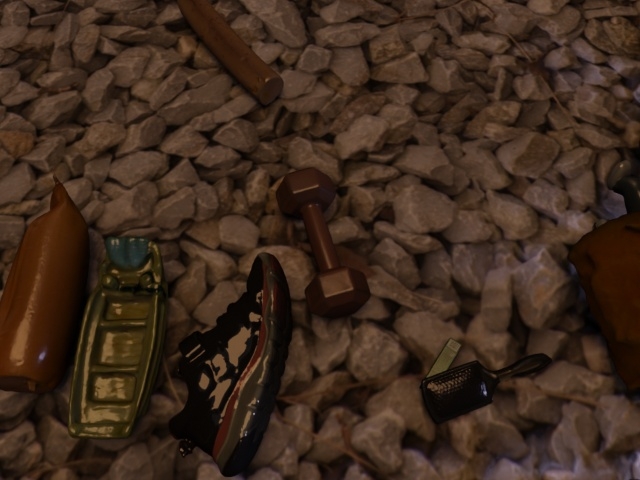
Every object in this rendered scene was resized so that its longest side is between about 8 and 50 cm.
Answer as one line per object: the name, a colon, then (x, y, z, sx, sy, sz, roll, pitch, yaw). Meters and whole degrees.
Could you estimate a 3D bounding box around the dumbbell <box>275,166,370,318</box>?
dumbbell: (0.000, 0.000, 0.836, 0.082, 0.092, 0.231, -1, 61, -31)

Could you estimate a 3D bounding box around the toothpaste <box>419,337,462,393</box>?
toothpaste: (0.167, 0.174, 0.781, 0.020, 0.017, 0.083, 32, 70, 14)

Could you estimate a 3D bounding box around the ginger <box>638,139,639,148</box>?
ginger: (0.661, -0.163, 0.833, 0.375, 0.176, 0.256, 42, 92, 12)

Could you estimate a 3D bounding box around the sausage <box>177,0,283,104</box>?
sausage: (-0.175, -0.365, 1.033, 0.065, 0.066, 0.301, -35, 66, -14)

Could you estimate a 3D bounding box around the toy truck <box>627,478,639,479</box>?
toy truck: (0.287, 0.352, 0.644, 0.226, 0.098, 0.114, -9, 58, -2)

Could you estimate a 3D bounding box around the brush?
brush: (0.230, 0.189, 0.765, 0.193, 0.016, 0.063, -17, 87, -13)

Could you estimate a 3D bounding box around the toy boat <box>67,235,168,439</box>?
toy boat: (-0.276, 0.134, 0.787, 0.111, 0.084, 0.276, 1, 67, 0)

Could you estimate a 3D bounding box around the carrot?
carrot: (0.505, 0.095, 0.685, 0.340, 0.241, 0.242, 10, 65, 4)

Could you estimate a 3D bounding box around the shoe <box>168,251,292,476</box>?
shoe: (-0.121, 0.155, 0.757, 0.137, 0.114, 0.291, 10, 68, 13)

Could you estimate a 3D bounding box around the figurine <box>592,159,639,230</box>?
figurine: (0.505, -0.075, 0.771, 0.265, 0.140, 0.193, -23, 99, 18)

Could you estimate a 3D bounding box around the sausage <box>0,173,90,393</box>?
sausage: (-0.393, 0.052, 0.812, 0.112, 0.112, 0.328, -1, 64, 2)
